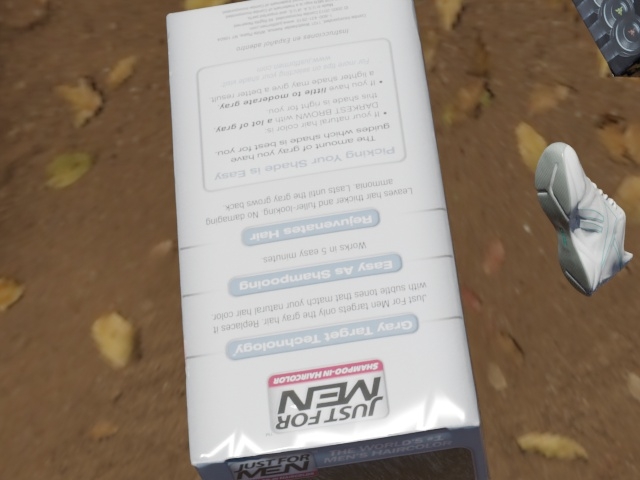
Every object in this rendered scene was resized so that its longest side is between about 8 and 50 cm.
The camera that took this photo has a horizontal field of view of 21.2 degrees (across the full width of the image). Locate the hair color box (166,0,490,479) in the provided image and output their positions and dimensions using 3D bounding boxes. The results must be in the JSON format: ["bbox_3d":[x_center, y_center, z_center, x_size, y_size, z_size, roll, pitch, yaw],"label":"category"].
[{"bbox_3d":[0.000,0.000,1.206,0.185,0.113,0.374,-9,56,4],"label":"hair color box"}]

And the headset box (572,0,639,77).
[{"bbox_3d":[0.358,-0.251,1.378,0.283,0.246,0.131,-41,67,38],"label":"headset box"}]

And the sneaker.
[{"bbox_3d":[0.235,-0.027,1.524,0.061,0.054,0.152,-30,121,-17],"label":"sneaker"}]
